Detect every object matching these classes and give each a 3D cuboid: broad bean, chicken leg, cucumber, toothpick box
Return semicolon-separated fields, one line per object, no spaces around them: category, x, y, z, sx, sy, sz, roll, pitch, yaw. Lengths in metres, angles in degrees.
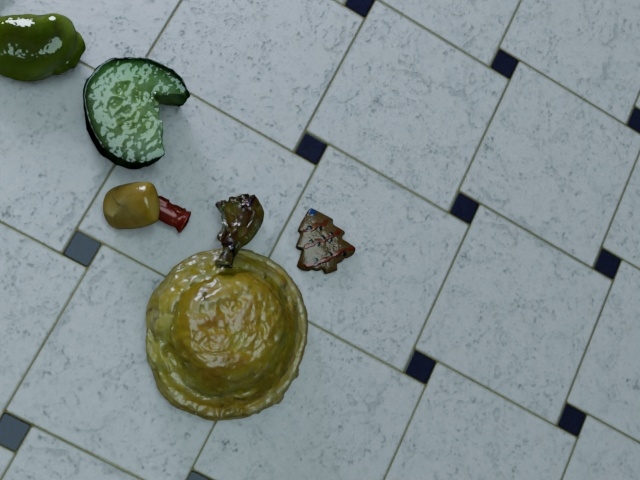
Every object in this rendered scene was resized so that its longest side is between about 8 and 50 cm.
broad bean;-0.512;-0.347;1.521;0.174;0.082;0.124;-15;83;-6
chicken leg;-0.157;-0.020;1.523;0.093;0.070;0.178;25;50;-12
cucumber;-0.341;-0.229;1.516;0.191;0.130;0.191;1;84;-13
toothpick box;-0.278;-0.051;1.538;0.083;0.047;0.047;28;74;-9

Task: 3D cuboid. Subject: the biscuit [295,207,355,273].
biscuit;0.000;0.000;1.614;0.119;0.019;0.130;-20;85;-17

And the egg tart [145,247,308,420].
egg tart;-0.157;0.160;1.489;0.319;0.128;0.319;3;79;-16

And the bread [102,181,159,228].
bread;-0.337;-0.061;1.491;0.056;0.115;0.082;-2;90;-56
